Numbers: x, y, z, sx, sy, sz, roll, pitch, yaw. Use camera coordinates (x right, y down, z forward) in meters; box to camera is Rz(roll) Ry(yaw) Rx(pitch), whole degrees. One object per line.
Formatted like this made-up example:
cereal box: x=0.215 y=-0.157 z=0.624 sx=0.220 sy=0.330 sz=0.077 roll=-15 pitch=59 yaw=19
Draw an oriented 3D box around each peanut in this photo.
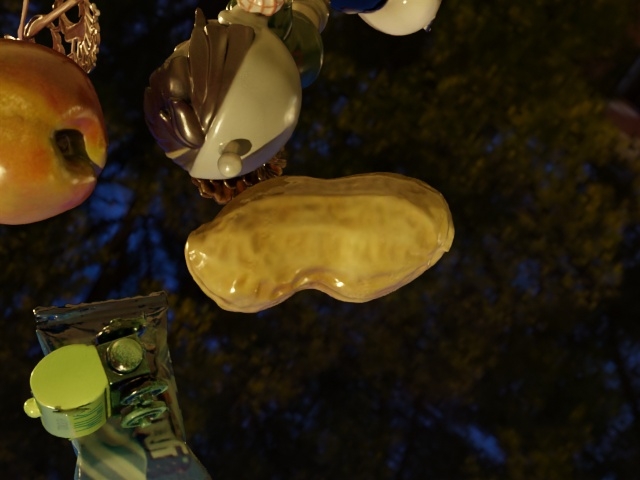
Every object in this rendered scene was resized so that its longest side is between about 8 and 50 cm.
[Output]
peanut: x=0.000 y=0.000 z=1.588 sx=0.306 sy=0.147 sz=0.147 roll=-3 pitch=-138 yaw=-21

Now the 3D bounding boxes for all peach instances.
peach: x=-0.495 y=-0.164 z=2.231 sx=0.332 sy=0.307 sz=0.308 roll=4 pitch=-159 yaw=20

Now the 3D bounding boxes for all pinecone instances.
pinecone: x=-0.133 y=-0.139 z=2.449 sx=0.163 sy=0.162 sz=0.165 roll=8 pitch=173 yaw=-38

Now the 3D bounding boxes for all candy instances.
candy: x=-0.249 y=0.210 z=1.869 sx=0.187 sy=0.077 sz=0.331 roll=-9 pitch=-124 yaw=-12

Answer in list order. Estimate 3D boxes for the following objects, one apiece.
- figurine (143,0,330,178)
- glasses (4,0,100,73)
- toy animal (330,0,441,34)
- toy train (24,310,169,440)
figurine: x=-0.083 y=-0.194 z=1.708 sx=0.167 sy=0.281 sz=0.370 roll=31 pitch=-143 yaw=2
glasses: x=-0.427 y=-0.310 z=2.319 sx=0.095 sy=0.255 sz=0.162 roll=-18 pitch=-104 yaw=-41
toy animal: x=0.101 y=-0.439 z=2.436 sx=0.235 sy=0.165 sz=0.187 roll=17 pitch=-149 yaw=-41
toy train: x=-0.257 y=0.166 z=1.651 sx=0.157 sy=0.253 sz=0.105 roll=-19 pitch=-102 yaw=-13
